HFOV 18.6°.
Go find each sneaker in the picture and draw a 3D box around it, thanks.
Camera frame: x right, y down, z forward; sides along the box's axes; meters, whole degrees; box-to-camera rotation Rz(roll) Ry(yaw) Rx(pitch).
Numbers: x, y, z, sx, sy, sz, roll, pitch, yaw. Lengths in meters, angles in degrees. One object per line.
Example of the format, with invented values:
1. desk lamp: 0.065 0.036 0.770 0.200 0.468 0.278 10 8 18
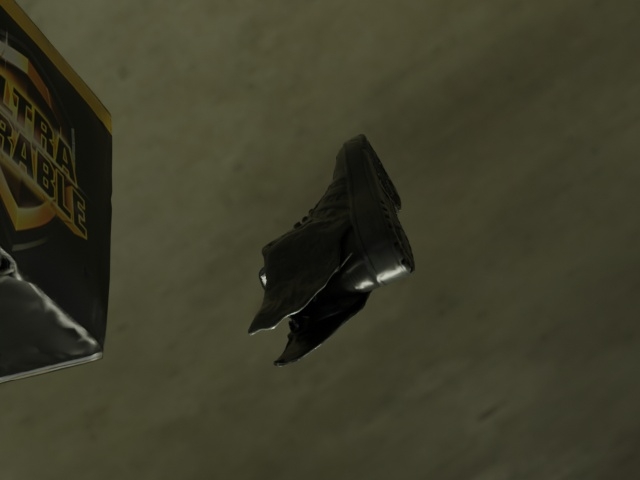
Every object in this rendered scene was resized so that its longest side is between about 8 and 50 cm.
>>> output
1. sneaker: 0.001 0.002 1.082 0.089 0.170 0.051 -28 116 9

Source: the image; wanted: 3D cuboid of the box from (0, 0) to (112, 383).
1. box: -0.242 -0.023 0.431 0.322 0.079 0.257 -14 147 17
